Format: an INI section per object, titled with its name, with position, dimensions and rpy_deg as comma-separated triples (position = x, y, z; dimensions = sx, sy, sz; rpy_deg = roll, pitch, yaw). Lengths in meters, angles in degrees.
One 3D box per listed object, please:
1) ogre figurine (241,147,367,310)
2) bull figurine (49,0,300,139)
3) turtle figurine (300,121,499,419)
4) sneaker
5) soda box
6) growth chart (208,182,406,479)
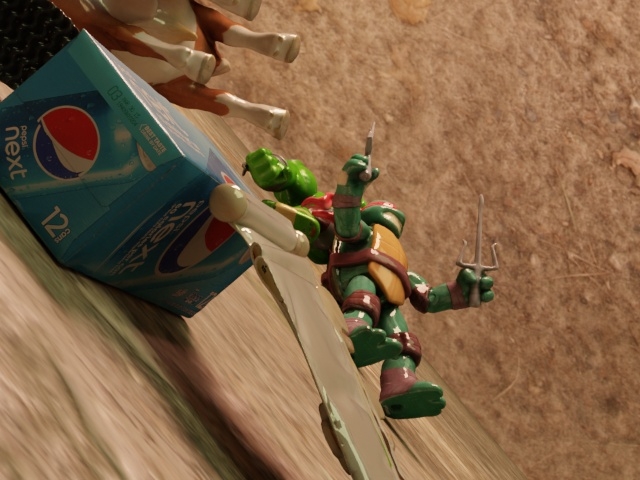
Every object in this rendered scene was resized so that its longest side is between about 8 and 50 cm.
[ogre figurine]
position = 0.000, 0.000, 1.676
dimensions = 0.197, 0.097, 0.118
rpy_deg = 39, 15, -4
[bull figurine]
position = -0.120, -0.150, 1.374
dimensions = 0.188, 0.101, 0.310
rpy_deg = 17, 1, 17
[turtle figurine]
position = 0.059, 0.025, 1.559
dimensions = 0.175, 0.118, 0.234
rpy_deg = 31, 42, -26
[sneaker]
position = -0.185, -0.133, 0.907
dimensions = 0.161, 0.057, 0.075
rpy_deg = 47, -14, -26
[soda box]
position = -0.079, -0.022, 0.836
dimensions = 0.071, 0.067, 0.210
rpy_deg = 50, 3, 13
[growth chart]
position = 0.013, 0.081, 0.807
dimensions = 0.172, 0.021, 0.237
rpy_deg = 49, 17, -69
